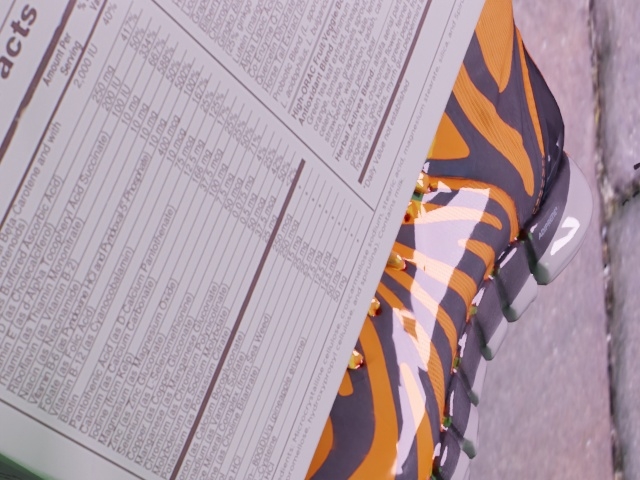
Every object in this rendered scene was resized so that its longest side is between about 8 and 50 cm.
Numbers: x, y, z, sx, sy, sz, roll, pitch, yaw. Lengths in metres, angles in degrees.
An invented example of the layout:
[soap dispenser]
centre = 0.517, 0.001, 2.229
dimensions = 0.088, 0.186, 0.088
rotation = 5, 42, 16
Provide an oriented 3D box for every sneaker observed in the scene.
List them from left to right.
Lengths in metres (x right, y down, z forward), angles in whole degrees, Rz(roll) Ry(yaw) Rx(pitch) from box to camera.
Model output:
[sneaker]
centre = 0.000, 0.000, 0.675
dimensions = 0.321, 0.124, 0.180
rotation = -59, 135, -42

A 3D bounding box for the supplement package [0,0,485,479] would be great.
[supplement package]
centre = -0.122, -0.065, 0.413
dimensions = 0.262, 0.199, 0.198
rotation = 40, 65, -49
